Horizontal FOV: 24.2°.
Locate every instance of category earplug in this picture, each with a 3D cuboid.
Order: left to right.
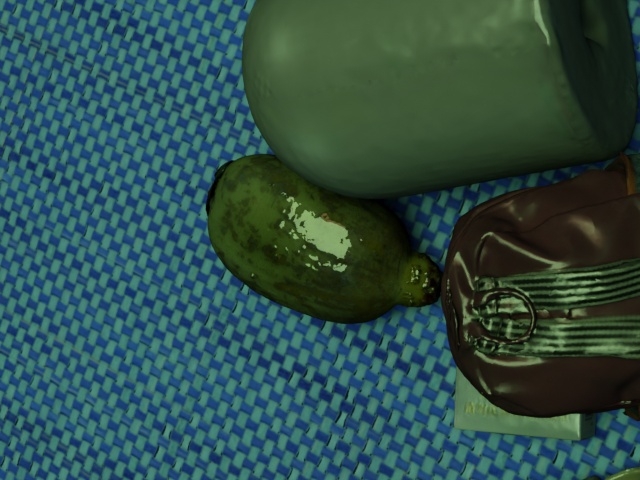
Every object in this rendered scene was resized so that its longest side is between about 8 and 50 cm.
[{"bbox_3d":[0.114,-0.208,1.623,0.394,0.312,0.313,-10,84,29],"label":"earplug"}]

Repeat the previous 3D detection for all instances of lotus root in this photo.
[{"bbox_3d":[0.000,0.000,1.754,0.309,0.173,0.173,24,99,22],"label":"lotus root"}]

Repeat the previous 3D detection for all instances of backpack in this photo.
[{"bbox_3d":[0.281,0.054,1.513,0.317,0.197,0.283,-6,98,-10],"label":"backpack"}]

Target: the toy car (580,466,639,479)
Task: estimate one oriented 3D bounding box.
[{"bbox_3d":[0.311,0.331,1.590,0.235,0.145,0.235,-21,39,18],"label":"toy car"}]

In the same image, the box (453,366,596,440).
[{"bbox_3d":[0.235,0.097,1.680,0.155,0.067,0.243,1,89,25],"label":"box"}]
